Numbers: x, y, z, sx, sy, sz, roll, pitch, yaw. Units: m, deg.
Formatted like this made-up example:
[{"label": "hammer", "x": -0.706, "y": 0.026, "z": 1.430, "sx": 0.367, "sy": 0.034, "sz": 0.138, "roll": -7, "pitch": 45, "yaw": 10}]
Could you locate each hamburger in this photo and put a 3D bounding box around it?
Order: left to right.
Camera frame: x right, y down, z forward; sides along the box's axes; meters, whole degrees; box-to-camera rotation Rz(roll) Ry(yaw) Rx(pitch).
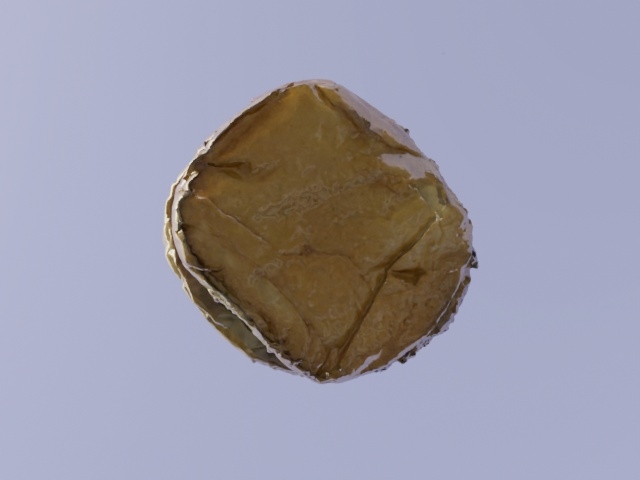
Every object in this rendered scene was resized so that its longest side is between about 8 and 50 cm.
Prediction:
[{"label": "hamburger", "x": -0.001, "y": 0.000, "z": 1.052, "sx": 0.259, "sy": 0.144, "sz": 0.283, "roll": -38, "pitch": -90, "yaw": -3}]
